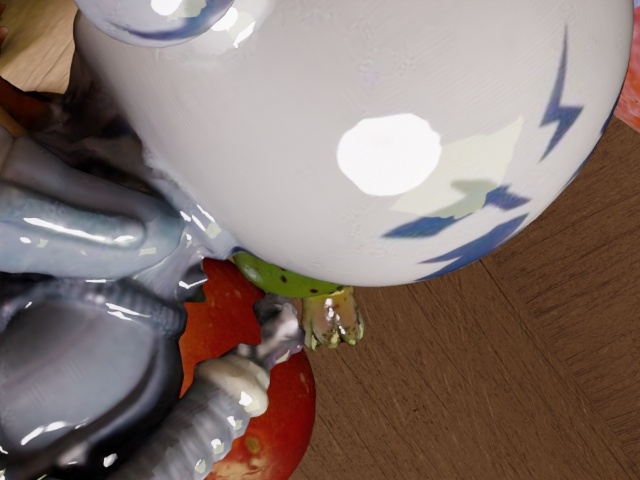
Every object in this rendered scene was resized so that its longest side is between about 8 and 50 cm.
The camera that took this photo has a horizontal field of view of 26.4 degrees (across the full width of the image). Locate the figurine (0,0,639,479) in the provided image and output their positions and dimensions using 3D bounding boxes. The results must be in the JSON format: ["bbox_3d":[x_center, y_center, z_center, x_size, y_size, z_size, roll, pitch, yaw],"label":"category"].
[{"bbox_3d":[-0.048,-0.030,0.469,0.382,0.186,0.261,-39,-176,-3],"label":"figurine"}]

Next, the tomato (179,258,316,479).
[{"bbox_3d":[-0.165,0.173,1.594,0.290,0.325,0.293,-31,174,-41],"label":"tomato"}]

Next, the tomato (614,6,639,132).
[{"bbox_3d":[0.184,-0.192,0.618,0.309,0.170,0.309,19,90,-90],"label":"tomato"}]

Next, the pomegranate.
[{"bbox_3d":[0.000,0.000,1.472,0.202,0.248,0.202,-12,-165,3],"label":"pomegranate"}]

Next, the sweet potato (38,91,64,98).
[{"bbox_3d":[-0.179,-0.019,0.567,0.179,0.044,0.044,-28,179,7],"label":"sweet potato"}]
